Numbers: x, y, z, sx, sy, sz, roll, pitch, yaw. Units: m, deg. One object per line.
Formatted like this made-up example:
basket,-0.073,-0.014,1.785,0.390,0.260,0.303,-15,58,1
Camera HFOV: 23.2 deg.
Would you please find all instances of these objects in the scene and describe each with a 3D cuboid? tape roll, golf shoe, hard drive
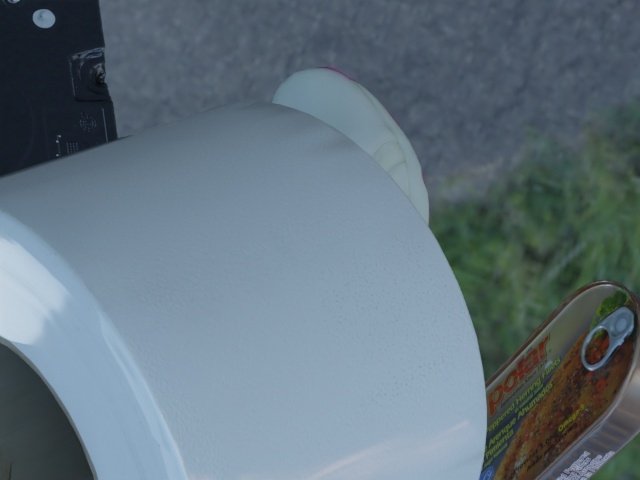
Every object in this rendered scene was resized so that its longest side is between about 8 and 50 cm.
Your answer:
tape roll,-0.069,0.073,0.712,0.246,0.169,0.246,23,123,41
golf shoe,0.000,0.000,1.009,0.115,0.306,0.140,-25,145,25
hard drive,-0.321,-0.073,1.151,0.339,0.237,0.064,-3,155,-20

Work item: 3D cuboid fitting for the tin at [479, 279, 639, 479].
tin,0.145,0.106,0.970,0.040,0.106,0.189,23,125,-27
